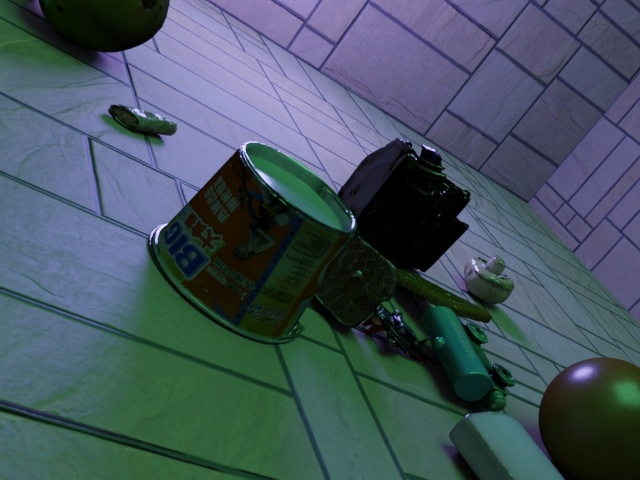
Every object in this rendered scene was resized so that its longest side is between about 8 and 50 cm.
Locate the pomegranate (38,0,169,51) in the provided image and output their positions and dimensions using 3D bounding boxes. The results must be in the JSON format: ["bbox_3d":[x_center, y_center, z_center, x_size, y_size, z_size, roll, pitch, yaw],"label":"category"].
[{"bbox_3d":[-0.514,-0.533,1.908,0.358,0.216,0.309,13,6,26],"label":"pomegranate"}]

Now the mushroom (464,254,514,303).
[{"bbox_3d":[0.456,0.099,2.320,0.154,0.122,0.154,27,19,-10],"label":"mushroom"}]

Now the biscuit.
[{"bbox_3d":[0.249,0.115,1.908,0.254,0.029,0.172,29,8,40],"label":"biscuit"}]

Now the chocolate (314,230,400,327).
[{"bbox_3d":[0.040,0.054,1.589,0.214,0.148,0.093,45,2,12],"label":"chocolate"}]

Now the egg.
[{"bbox_3d":[0.563,0.358,1.676,0.250,0.250,0.322,50,13,33],"label":"egg"}]

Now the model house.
[{"bbox_3d":[0.227,-0.088,2.060,0.282,0.317,0.297,29,28,-16],"label":"model house"}]

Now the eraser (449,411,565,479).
[{"bbox_3d":[0.340,0.405,1.385,0.174,0.095,0.270,21,25,-43],"label":"eraser"}]

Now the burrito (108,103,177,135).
[{"bbox_3d":[-0.354,-0.240,1.727,0.055,0.041,0.149,34,16,37],"label":"burrito"}]

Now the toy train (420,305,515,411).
[{"bbox_3d":[0.279,0.228,1.685,0.159,0.101,0.248,31,20,-28],"label":"toy train"}]

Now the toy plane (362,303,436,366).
[{"bbox_3d":[0.161,0.184,1.636,0.189,0.061,0.130,31,18,-19],"label":"toy plane"}]

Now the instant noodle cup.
[{"bbox_3d":[-0.095,-0.010,1.374,0.296,0.214,0.296,34,19,-13],"label":"instant noodle cup"}]
